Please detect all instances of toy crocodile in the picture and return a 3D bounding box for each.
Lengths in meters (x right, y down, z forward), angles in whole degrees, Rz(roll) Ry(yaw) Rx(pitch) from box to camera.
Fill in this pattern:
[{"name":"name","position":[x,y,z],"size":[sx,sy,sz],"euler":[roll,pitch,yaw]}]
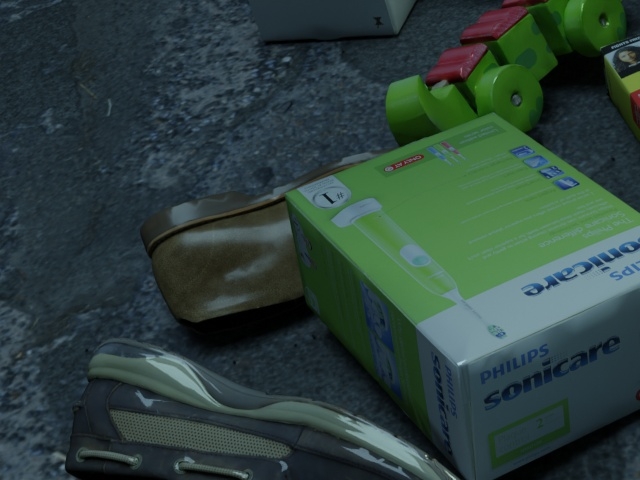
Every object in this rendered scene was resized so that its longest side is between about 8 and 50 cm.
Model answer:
[{"name":"toy crocodile","position":[0.187,-0.185,1.424],"size":[0.340,0.105,0.115],"euler":[-42,22,-28]}]

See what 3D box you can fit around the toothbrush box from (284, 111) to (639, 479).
[{"name":"toothbrush box","position":[0.128,0.033,1.160],"size":[0.206,0.122,0.283],"euler":[-23,34,-18]}]

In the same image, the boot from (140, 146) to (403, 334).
[{"name":"boot","position":[0.000,0.000,1.337],"size":[0.305,0.112,0.115],"euler":[-18,66,-4]}]

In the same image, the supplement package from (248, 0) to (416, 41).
[{"name":"supplement package","position":[0.036,-0.385,1.722],"size":[0.177,0.175,0.293],"euler":[1,41,26]}]

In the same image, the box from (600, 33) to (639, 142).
[{"name":"box","position":[0.325,-0.109,1.320],"size":[0.087,0.058,0.232],"euler":[-18,36,3]}]

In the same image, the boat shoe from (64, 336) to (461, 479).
[{"name":"boat shoe","position":[-0.040,0.181,1.096],"size":[0.355,0.132,0.130],"euler":[15,74,33]}]
